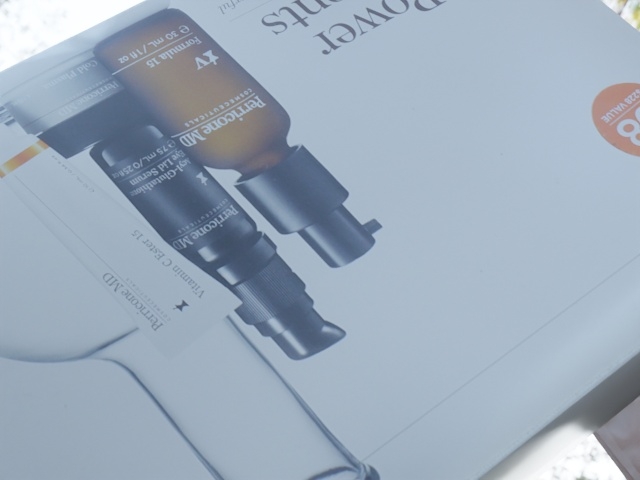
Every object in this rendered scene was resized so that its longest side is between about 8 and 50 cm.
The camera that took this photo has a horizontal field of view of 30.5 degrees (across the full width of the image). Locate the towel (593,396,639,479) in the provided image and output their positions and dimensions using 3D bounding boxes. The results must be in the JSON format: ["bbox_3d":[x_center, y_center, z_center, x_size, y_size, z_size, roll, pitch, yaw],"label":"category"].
[{"bbox_3d":[0.296,0.039,0.597,0.332,0.053,0.317,-48,-124,21],"label":"towel"}]

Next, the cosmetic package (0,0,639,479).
[{"bbox_3d":[0.000,0.000,0.543,0.284,0.377,0.097,47,-25,22],"label":"cosmetic package"}]
